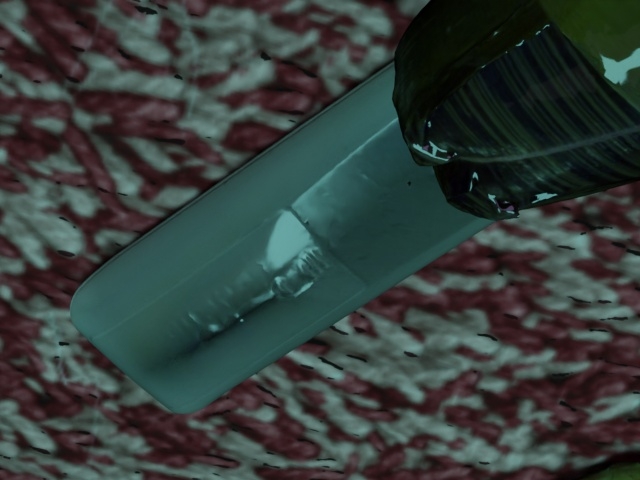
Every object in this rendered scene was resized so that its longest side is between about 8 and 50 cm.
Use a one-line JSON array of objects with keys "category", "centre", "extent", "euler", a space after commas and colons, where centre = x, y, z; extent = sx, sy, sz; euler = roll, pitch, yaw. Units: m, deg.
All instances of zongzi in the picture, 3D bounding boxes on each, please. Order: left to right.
[{"category": "zongzi", "centre": [0.228, -0.068, 0.822], "extent": [0.317, 0.154, 0.289], "euler": [38, 122, -24]}]

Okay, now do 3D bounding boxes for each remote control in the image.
[{"category": "remote control", "centre": [0.000, 0.000, 0.960], "extent": [0.313, 0.055, 0.109], "euler": [-33, 115, 27]}]

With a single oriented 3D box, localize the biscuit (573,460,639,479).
[{"category": "biscuit", "centre": [0.253, 0.209, 1.089], "extent": [0.273, 0.036, 0.187], "euler": [24, 125, -10]}]
